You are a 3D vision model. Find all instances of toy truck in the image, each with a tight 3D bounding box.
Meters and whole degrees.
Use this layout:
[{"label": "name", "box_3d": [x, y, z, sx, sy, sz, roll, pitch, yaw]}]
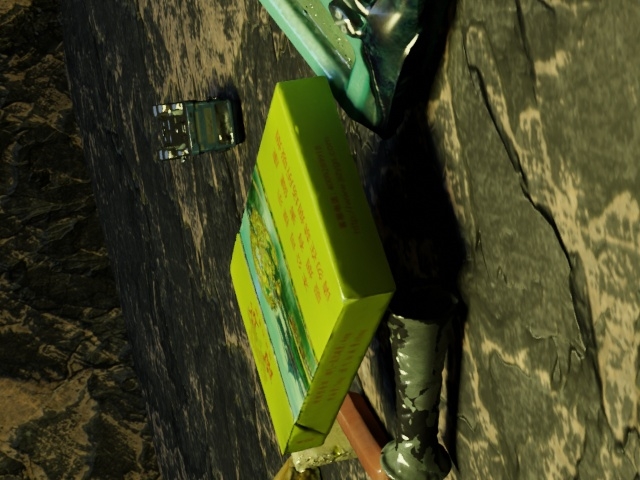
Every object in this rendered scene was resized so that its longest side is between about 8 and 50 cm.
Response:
[{"label": "toy truck", "box_3d": [-0.151, -0.134, 2.058, 0.201, 0.088, 0.074, -176, 80, -73]}]

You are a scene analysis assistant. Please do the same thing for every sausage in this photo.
[{"label": "sausage", "box_3d": [0.043, 0.181, 1.559, 0.147, 0.030, 0.035, -126, 29, -63]}]

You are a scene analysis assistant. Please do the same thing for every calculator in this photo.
[{"label": "calculator", "box_3d": [0.003, -0.228, 1.212, 0.248, 0.058, 0.274, 53, 156, 18]}]

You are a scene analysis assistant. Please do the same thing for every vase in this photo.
[{"label": "vase", "box_3d": [0.075, 0.110, 1.304, 0.059, 0.059, 0.167, -117, 21, -53]}]

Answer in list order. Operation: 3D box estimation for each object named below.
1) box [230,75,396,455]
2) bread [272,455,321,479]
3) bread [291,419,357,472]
[{"label": "box", "box_3d": [-0.015, 0.032, 1.376, 0.335, 0.047, 0.187, 108, 147, -63]}, {"label": "bread", "box_3d": [-0.036, 0.346, 1.930, 0.232, 0.088, 0.128, 105, 145, -51]}, {"label": "bread", "box_3d": [-0.010, 0.154, 1.690, 0.028, 0.068, 0.154, 97, 160, -57]}]
